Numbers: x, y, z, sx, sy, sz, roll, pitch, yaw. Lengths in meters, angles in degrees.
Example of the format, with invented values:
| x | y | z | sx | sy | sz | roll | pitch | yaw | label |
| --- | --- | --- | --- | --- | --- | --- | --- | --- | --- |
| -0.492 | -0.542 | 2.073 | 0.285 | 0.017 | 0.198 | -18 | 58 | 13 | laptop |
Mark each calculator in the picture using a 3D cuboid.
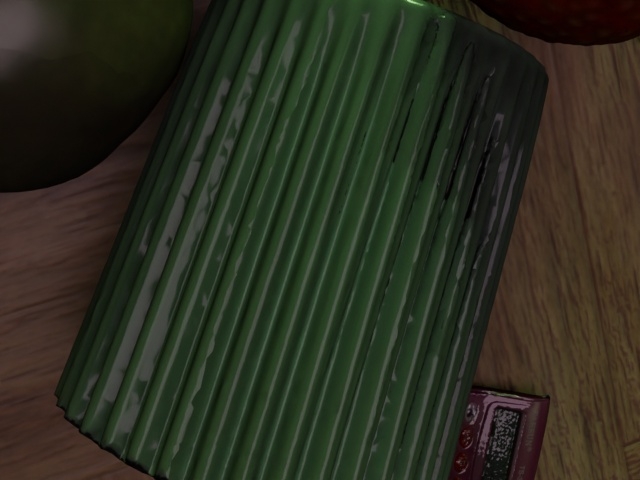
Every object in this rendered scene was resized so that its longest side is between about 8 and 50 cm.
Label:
| x | y | z | sx | sy | sz | roll | pitch | yaw | label |
| --- | --- | --- | --- | --- | --- | --- | --- | --- | --- |
| 0.122 | 0.196 | 0.874 | 0.190 | 0.034 | 0.127 | 9 | 101 | -11 | calculator |

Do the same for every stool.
| x | y | z | sx | sy | sz | roll | pitch | yaw | label |
| --- | --- | --- | --- | --- | --- | --- | --- | --- | --- |
| 0.000 | 0.000 | 0.672 | 0.297 | 0.297 | 0.330 | 18 | 93 | -18 | stool |

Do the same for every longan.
| x | y | z | sx | sy | sz | roll | pitch | yaw | label |
| --- | --- | --- | --- | --- | --- | --- | --- | --- | --- |
| -0.219 | -0.153 | 0.611 | 0.246 | 0.215 | 0.246 | 2 | 87 | -37 | longan |

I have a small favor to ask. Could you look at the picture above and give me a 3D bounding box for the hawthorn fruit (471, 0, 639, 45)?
| x | y | z | sx | sy | sz | roll | pitch | yaw | label |
| --- | --- | --- | --- | --- | --- | --- | --- | --- | --- |
| 0.153 | -0.300 | 0.632 | 0.287 | 0.330 | 0.287 | -33 | 141 | -31 | hawthorn fruit |
